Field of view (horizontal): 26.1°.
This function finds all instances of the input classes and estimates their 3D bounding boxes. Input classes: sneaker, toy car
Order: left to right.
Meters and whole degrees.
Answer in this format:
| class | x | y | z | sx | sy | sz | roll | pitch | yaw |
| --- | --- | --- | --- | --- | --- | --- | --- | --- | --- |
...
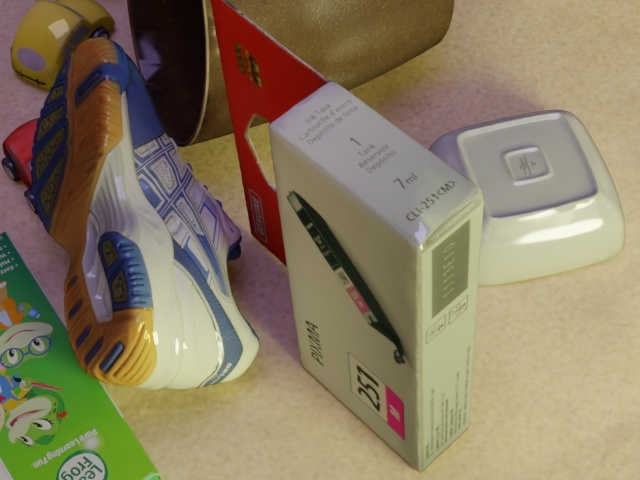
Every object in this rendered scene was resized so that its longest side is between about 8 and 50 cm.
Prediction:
| class | x | y | z | sx | sy | sz | roll | pitch | yaw |
| --- | --- | --- | --- | --- | --- | --- | --- | --- | --- |
| toy car | -0.288 | -0.119 | 1.144 | 0.224 | 0.053 | 0.239 | -3 | 54 | 1 |
| sneaker | -0.130 | -0.017 | 1.030 | 0.131 | 0.112 | 0.297 | 13 | 52 | -39 |

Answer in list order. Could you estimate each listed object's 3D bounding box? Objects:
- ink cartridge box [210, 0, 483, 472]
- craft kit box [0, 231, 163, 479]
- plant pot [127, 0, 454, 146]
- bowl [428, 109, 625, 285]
| class | x | y | z | sx | sy | sz | roll | pitch | yaw |
| --- | --- | --- | --- | --- | --- | --- | --- | --- | --- |
| ink cartridge box | 0.000 | 0.000 | 0.904 | 0.060 | 0.275 | 0.239 | -39 | 61 | -22 |
| craft kit box | -0.272 | 0.144 | 0.957 | 0.249 | 0.061 | 0.247 | -30 | 61 | -16 |
| plant pot | -0.018 | -0.198 | 1.109 | 0.230 | 0.215 | 0.215 | -10 | 53 | -21 |
| bowl | 0.157 | -0.043 | 1.062 | 0.141 | 0.053 | 0.142 | -12 | 53 | -5 |
